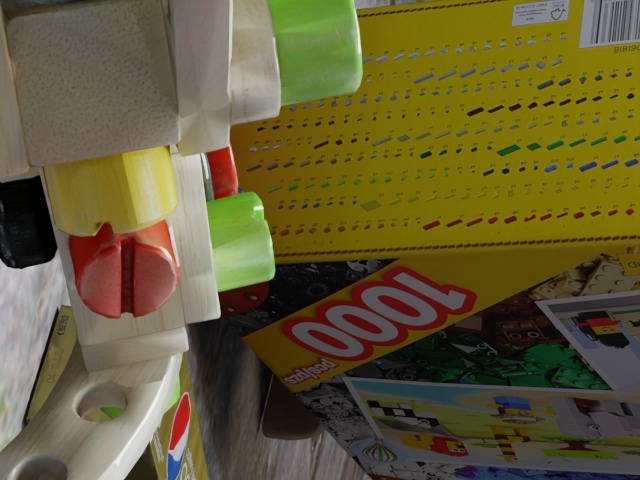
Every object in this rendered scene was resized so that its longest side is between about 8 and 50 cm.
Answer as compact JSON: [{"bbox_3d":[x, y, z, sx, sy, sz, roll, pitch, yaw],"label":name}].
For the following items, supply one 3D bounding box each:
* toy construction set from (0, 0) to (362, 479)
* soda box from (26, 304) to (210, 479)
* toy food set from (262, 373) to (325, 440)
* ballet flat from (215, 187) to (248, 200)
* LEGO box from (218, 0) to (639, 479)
[{"bbox_3d":[-0.069,-0.012,0.476,0.215,0.151,0.327,-111,-153,-49],"label":"toy construction set"},{"bbox_3d":[-0.092,0.103,0.838,0.181,0.058,0.061,89,11,-59],"label":"soda box"},{"bbox_3d":[0.000,0.000,1.471,0.306,0.092,0.219,104,-1,-52],"label":"toy food set"},{"bbox_3d":[-0.071,-0.011,0.903,0.173,0.049,0.057,-59,156,-73],"label":"ballet flat"},{"bbox_3d":[0.223,0.016,1.120,0.372,0.500,0.193,52,42,-50],"label":"LEGO box"}]
